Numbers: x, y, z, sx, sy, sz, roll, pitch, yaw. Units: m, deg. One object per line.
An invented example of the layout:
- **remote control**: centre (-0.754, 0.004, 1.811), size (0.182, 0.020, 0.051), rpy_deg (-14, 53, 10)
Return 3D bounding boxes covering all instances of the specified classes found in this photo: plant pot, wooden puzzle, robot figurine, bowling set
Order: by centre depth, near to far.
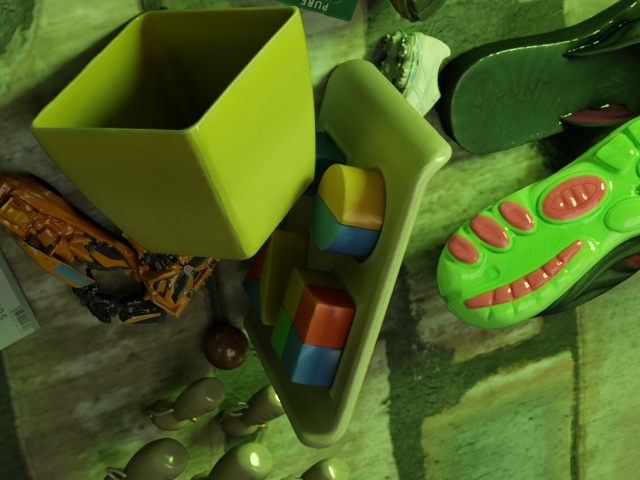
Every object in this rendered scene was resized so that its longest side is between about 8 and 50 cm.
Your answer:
- **plant pot**: centre (-0.123, -0.099, 1.629), size (0.212, 0.212, 0.187), rpy_deg (-54, 134, -37)
- **wooden puzzle**: centre (0.000, 0.000, 1.731), size (0.080, 0.322, 0.348), rpy_deg (15, 109, -21)
- **robot figurine**: centre (-0.217, -0.019, 1.745), size (0.291, 0.085, 0.211), rpy_deg (36, 91, -36)
- **bowling set**: centre (-0.113, 0.216, 1.917), size (0.287, 0.200, 0.154), rpy_deg (13, 150, -29)

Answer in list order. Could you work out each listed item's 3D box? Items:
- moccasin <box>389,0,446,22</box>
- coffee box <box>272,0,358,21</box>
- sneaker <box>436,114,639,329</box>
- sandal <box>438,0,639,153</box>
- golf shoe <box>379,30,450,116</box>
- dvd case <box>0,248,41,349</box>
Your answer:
- **moccasin**: centre (0.062, -0.357, 1.622), size (0.139, 0.147, 0.380), rpy_deg (-50, 150, -6)
- **coffee box**: centre (0.010, -0.335, 1.728), size (0.113, 0.040, 0.184), rpy_deg (8, 110, -32)
- **sneaker**: centre (0.363, -0.037, 1.974), size (0.483, 0.202, 0.185), rpy_deg (-21, 83, 1)
- **sandal**: centre (0.358, -0.197, 1.940), size (0.446, 0.107, 0.167), rpy_deg (-21, 123, -17)
- **golf shoe**: centre (0.104, -0.152, 1.860), size (0.086, 0.069, 0.176), rpy_deg (2, 115, -35)
- **dvd case**: centre (-0.440, 0.080, 1.719), size (0.239, 0.029, 0.179), rpy_deg (-29, 125, -12)
